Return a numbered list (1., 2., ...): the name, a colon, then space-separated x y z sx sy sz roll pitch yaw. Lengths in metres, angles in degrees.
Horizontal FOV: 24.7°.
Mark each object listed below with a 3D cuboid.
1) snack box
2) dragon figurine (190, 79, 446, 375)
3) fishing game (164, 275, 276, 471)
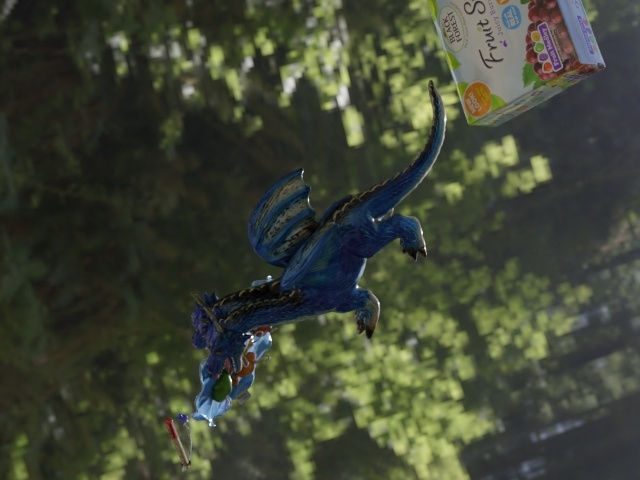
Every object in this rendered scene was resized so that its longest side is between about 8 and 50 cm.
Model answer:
1. snack box: 0.129 -0.164 1.023 0.100 0.037 0.141 -29 -108 39
2. dragon figurine: 0.000 0.000 1.181 0.289 0.144 0.085 -58 -137 25
3. fishing game: -0.082 0.126 1.592 0.041 0.264 0.189 25 -25 16
